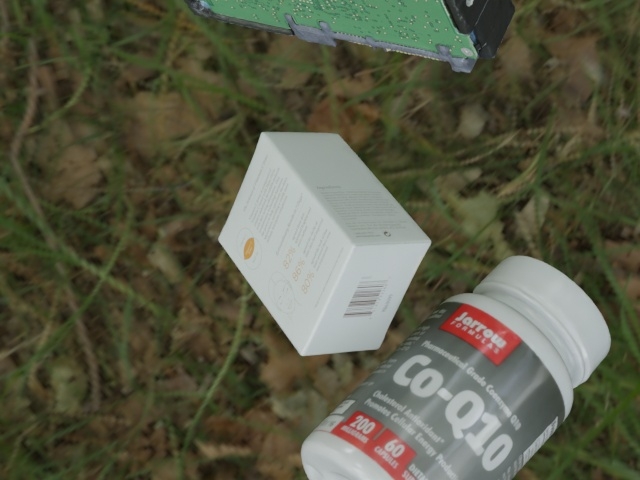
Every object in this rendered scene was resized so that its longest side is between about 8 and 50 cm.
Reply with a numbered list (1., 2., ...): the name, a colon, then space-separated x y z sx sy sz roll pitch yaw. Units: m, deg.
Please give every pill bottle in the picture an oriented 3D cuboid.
1. pill bottle: 0.131 0.152 1.361 0.161 0.283 0.161 38 156 20

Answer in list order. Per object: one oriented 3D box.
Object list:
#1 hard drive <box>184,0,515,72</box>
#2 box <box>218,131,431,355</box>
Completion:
1. hard drive: -0.037 -0.232 0.841 0.237 0.339 0.064 16 68 30
2. box: 0.000 0.000 1.333 0.170 0.091 0.130 53 131 38
